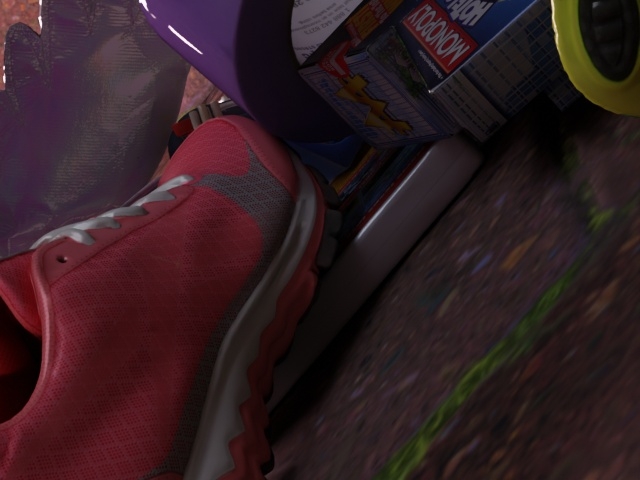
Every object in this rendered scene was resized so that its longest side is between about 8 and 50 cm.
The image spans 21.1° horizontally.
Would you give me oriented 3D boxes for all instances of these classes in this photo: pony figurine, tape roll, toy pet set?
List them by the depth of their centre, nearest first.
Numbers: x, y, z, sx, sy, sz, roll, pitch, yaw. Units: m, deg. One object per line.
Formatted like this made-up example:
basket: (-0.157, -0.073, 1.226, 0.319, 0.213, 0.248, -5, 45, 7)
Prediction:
tape roll: (0.010, -0.145, 0.811, 0.189, 0.080, 0.189, -33, -33, -24)
toy pet set: (-0.006, -0.062, 0.963, 0.122, 0.065, 0.114, -20, -2, -20)
pony figurine: (-0.249, -0.006, 1.002, 0.363, 0.303, 0.351, -78, -2, -59)

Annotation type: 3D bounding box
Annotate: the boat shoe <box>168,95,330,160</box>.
boat shoe: (-0.043, -0.062, 1.125, 0.095, 0.079, 0.254, -50, -1, 16)

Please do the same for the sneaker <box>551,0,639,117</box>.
sneaker: (0.146, -0.164, 0.560, 0.123, 0.109, 0.295, 72, -148, -67)

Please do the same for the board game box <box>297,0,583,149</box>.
board game box: (0.083, -0.104, 0.729, 0.194, 0.060, 0.194, -42, 20, 11)

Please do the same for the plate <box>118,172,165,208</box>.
plate: (-0.124, 0.039, 0.912, 0.188, 0.024, 0.188, -50, -5, -6)

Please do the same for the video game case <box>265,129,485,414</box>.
video game case: (0.000, 0.000, 0.918, 0.204, 0.025, 0.285, -50, 9, 10)

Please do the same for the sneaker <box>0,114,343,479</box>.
sneaker: (-0.081, 0.027, 0.738, 0.116, 0.136, 0.314, -41, 23, 33)
